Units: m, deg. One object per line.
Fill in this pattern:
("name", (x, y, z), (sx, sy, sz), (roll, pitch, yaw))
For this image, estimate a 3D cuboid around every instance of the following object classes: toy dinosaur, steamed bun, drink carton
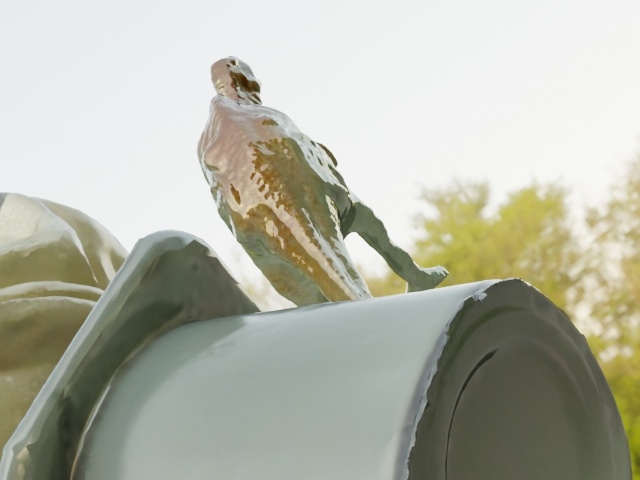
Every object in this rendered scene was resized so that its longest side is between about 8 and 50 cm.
("toy dinosaur", (0.000, 0.000, 0.900), (0.092, 0.205, 0.393), (-36, 21, 11))
("steamed bun", (-0.291, 0.091, 0.997), (0.346, 0.237, 0.394), (-37, 9, -9))
("drink carton", (0.009, 0.106, 0.565), (0.189, 0.185, 0.191), (-6, 41, 39))
